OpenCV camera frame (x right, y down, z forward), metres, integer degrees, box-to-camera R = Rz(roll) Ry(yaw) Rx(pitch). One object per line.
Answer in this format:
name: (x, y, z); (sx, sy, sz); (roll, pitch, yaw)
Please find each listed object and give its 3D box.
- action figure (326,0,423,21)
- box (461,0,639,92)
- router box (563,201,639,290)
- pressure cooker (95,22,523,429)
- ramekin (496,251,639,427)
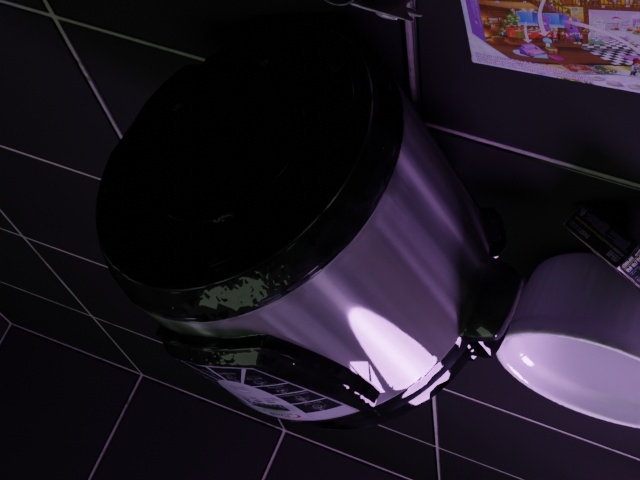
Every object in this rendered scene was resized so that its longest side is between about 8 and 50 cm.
action figure: (0.026, -0.279, 0.837); (0.185, 0.099, 0.285); (15, 162, 5)
box: (0.254, -0.199, 0.819); (0.293, 0.057, 0.201); (15, 158, 23)
router box: (0.345, 0.015, 1.174); (0.092, 0.038, 0.122); (36, -171, -29)
pressure cooker: (0.005, 0.011, 1.170); (0.420, 0.375, 0.370); (48, -168, -46)
ramekin: (0.382, 0.131, 1.351); (0.277, 0.135, 0.277); (21, 158, 9)
